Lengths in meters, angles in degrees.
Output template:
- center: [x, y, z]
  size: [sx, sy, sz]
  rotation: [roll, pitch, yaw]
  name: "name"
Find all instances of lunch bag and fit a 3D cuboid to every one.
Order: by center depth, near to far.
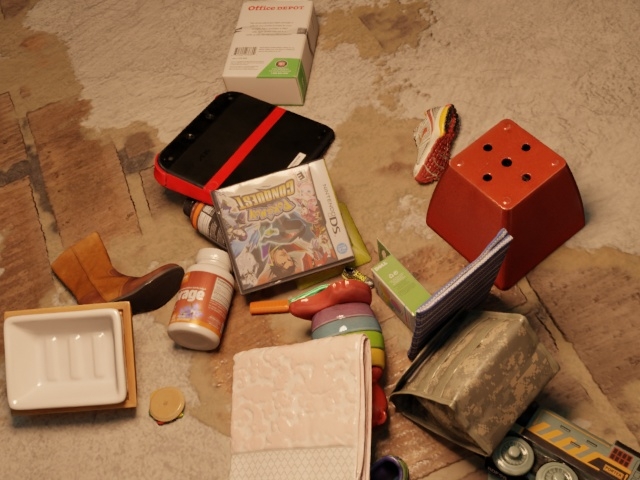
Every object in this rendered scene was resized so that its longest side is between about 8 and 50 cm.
- center: [0.277, 0.259, 1.589]
  size: [0.235, 0.169, 0.287]
  rotation: [-44, 17, -19]
  name: "lunch bag"

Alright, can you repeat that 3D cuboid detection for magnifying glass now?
- center: [-0.047, 0.148, 1.854]
  size: [0.231, 0.026, 0.092]
  rotation: [-3, 58, 7]
  name: "magnifying glass"

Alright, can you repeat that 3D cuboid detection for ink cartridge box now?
- center: [0.168, 0.104, 1.785]
  size: [0.062, 0.109, 0.209]
  rotation: [-34, 58, -12]
  name: "ink cartridge box"
- center: [-0.131, -0.519, 2.232]
  size: [0.211, 0.121, 0.289]
  rotation: [3, 59, 13]
  name: "ink cartridge box"

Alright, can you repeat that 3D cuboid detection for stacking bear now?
- center: [0.062, 0.251, 1.688]
  size: [0.175, 0.164, 0.289]
  rotation: [-26, 64, 31]
  name: "stacking bear"

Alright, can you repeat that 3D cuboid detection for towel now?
- center: [-0.049, 0.355, 1.601]
  size: [0.331, 0.053, 0.317]
  rotation: [-13, 65, 32]
  name: "towel"
- center: [0.268, 0.117, 1.625]
  size: [0.243, 0.336, 0.040]
  rotation: [-40, 70, -13]
  name: "towel"

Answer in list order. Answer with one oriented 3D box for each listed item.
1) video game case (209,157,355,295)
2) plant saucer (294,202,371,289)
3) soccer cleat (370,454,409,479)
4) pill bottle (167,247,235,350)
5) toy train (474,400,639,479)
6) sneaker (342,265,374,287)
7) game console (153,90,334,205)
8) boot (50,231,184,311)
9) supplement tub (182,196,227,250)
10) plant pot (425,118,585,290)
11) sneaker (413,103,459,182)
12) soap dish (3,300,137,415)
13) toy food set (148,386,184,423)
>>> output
- center: [-0.086, -0.032, 1.848]
  size: [0.274, 0.035, 0.248]
  rotation: [-17, 89, -3]
  name: "video game case"
- center: [0.000, 0.000, 1.923]
  size: [0.188, 0.045, 0.188]
  rotation: [-22, 56, -3]
  name: "plant saucer"
- center: [0.066, 0.526, 1.530]
  size: [0.093, 0.121, 0.289]
  rotation: [30, 68, 26]
  name: "soccer cleat"
- center: [-0.265, 0.131, 1.848]
  size: [0.121, 0.121, 0.216]
  rotation: [4, 59, 14]
  name: "pill bottle"
- center: [0.461, 0.429, 1.513]
  size: [0.334, 0.142, 0.190]
  rotation: [27, 55, 27]
  name: "toy train"
- center: [0.085, 0.085, 1.856]
  size: [0.083, 0.035, 0.031]
  rotation: [20, 64, 19]
  name: "sneaker"
- center: [-0.192, -0.220, 2.035]
  size: [0.342, 0.060, 0.386]
  rotation: [24, 50, 13]
  name: "game console"
- center: [-0.493, 0.076, 1.970]
  size: [0.264, 0.096, 0.280]
  rotation: [-39, 51, -5]
  name: "boot"
- center: [-0.242, -0.048, 1.967]
  size: [0.198, 0.106, 0.106]
  rotation: [32, 69, 27]
  name: "supplement tub"
- center: [0.408, -0.105, 1.793]
  size: [0.267, 0.236, 0.267]
  rotation: [-37, 58, -13]
  name: "plant pot"
- center: [0.272, -0.236, 2.008]
  size: [0.092, 0.088, 0.225]
  rotation: [1, 56, 36]
  name: "sneaker"
- center: [-0.541, 0.258, 1.782]
  size: [0.290, 0.118, 0.229]
  rotation: [-5, 87, 7]
  name: "soap dish"
- center: [-0.337, 0.361, 1.777]
  size: [0.083, 0.020, 0.083]
  rotation: [-9, 57, 5]
  name: "toy food set"
